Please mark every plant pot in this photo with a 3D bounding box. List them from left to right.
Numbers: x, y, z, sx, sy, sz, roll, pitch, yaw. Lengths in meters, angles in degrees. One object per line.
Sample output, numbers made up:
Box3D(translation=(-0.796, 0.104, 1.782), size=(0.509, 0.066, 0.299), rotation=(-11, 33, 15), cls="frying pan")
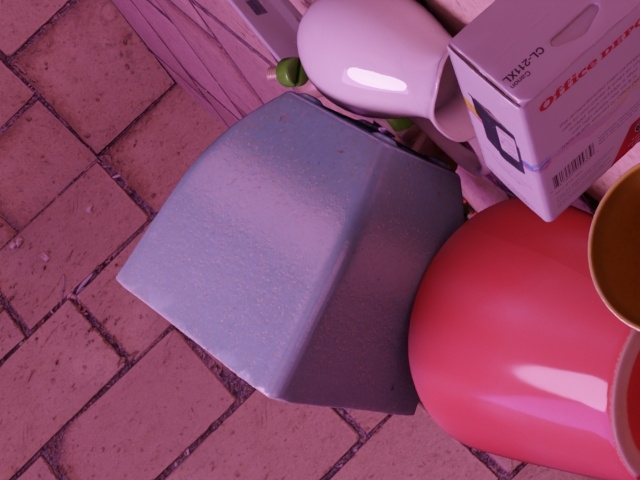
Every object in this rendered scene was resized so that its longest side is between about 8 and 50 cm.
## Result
Box3D(translation=(0.000, 0.000, 1.250), size=(0.247, 0.252, 0.248), rotation=(32, -171, 36), cls="plant pot")
Box3D(translation=(0.260, 0.106, 1.171), size=(0.275, 0.275, 0.243), rotation=(49, 165, -28), cls="plant pot")
Box3D(translation=(0.282, 0.009, 0.932), size=(0.095, 0.134, 0.134), rotation=(11, -156, -47), cls="plant pot")

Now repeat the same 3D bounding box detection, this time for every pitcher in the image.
Box3D(translation=(0.081, -0.153, 1.210), size=(0.207, 0.125, 0.178), rotation=(31, 154, 41), cls="pitcher")

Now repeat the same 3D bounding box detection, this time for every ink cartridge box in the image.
Box3D(translation=(0.166, -0.109, 0.836), size=(0.072, 0.127, 0.175), rotation=(47, 175, 28), cls="ink cartridge box")

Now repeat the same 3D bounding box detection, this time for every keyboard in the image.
Box3D(translation=(-0.073, -0.295, 1.574), size=(0.256, 0.072, 0.014), rotation=(52, 151, 24), cls="keyboard")

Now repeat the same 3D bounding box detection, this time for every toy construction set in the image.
Box3D(translation=(0.081, -0.107, 1.440), size=(0.237, 0.257, 0.309), rotation=(6, 119, 55), cls="toy construction set")

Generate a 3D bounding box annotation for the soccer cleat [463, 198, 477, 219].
Box3D(translation=(0.139, -0.068, 1.744), size=(0.196, 0.076, 0.068), rotation=(48, 175, -15), cls="soccer cleat")
